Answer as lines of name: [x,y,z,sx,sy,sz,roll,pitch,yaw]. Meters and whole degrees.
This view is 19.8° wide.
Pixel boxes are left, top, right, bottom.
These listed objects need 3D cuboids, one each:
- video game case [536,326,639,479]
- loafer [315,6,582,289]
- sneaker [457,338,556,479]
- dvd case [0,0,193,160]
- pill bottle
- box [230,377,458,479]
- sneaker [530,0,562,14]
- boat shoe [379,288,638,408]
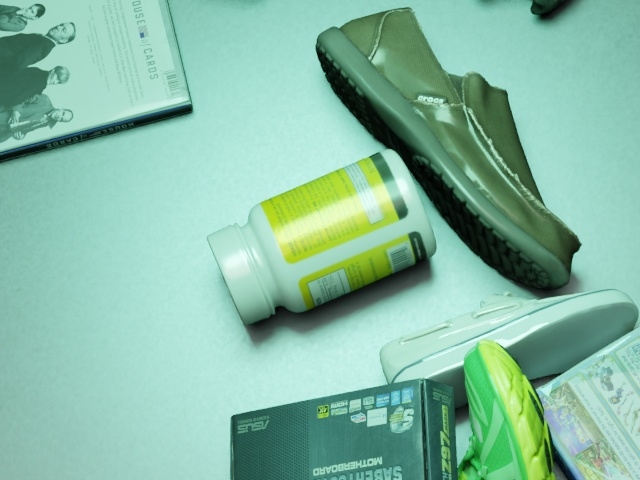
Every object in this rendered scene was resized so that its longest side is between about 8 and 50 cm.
video game case: [0.368,0.205,1.764,0.244,0.061,0.269,-30,72,-7]
loafer: [0.147,-0.109,1.847,0.130,0.134,0.366,-38,73,-8]
sneaker: [0.161,0.241,1.714,0.124,0.109,0.295,-8,92,13]
dvd case: [-0.270,-0.192,1.963,0.239,0.029,0.179,-14,71,-1]
pill bottle: [0.000,0.000,1.831,0.208,0.119,0.119,-23,72,-3]
box: [0.020,0.239,1.727,0.233,0.059,0.183,-14,69,34]
sneaker: [0.176,-0.319,1.944,0.234,0.078,0.106,34,75,12]
boat shoe: [0.182,0.090,1.802,0.258,0.095,0.084,-17,49,-10]
